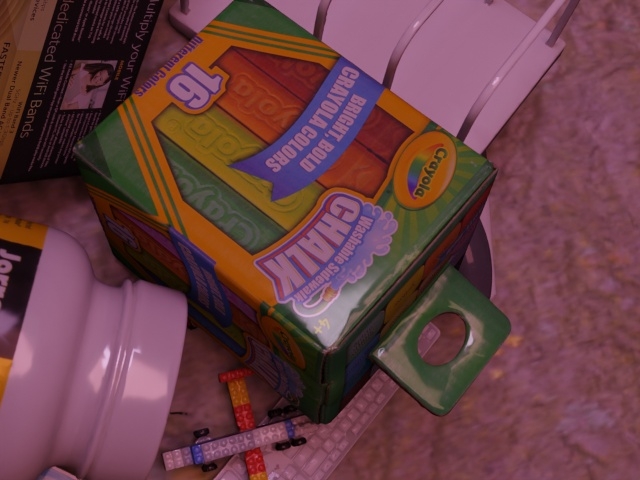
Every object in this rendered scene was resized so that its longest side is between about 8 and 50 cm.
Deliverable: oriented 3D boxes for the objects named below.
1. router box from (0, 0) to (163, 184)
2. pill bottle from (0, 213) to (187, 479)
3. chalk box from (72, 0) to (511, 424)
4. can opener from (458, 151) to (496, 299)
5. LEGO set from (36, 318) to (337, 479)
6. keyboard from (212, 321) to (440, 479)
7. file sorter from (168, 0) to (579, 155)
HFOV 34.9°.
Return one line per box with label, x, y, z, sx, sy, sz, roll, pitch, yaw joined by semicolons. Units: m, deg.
router box;-0.200;-0.182;0.641;0.081;0.243;0.308;34;113;24
pill bottle;-0.267;0.063;0.671;0.334;0.188;0.187;14;78;-15
chalk box;0.000;0.000;0.729;0.289;0.179;0.180;36;70;15
can opener;0.119;-0.079;0.877;0.076;0.095;0.283;0;83;-20
LEGO set;-0.109;0.168;0.781;0.182;0.060;0.244;31;72;-11
keyboard;-0.001;0.148;0.848;0.072;0.014;0.256;44;71;-9
file sorter;0.046;-0.201;0.788;0.278;0.173;0.193;36;71;9
